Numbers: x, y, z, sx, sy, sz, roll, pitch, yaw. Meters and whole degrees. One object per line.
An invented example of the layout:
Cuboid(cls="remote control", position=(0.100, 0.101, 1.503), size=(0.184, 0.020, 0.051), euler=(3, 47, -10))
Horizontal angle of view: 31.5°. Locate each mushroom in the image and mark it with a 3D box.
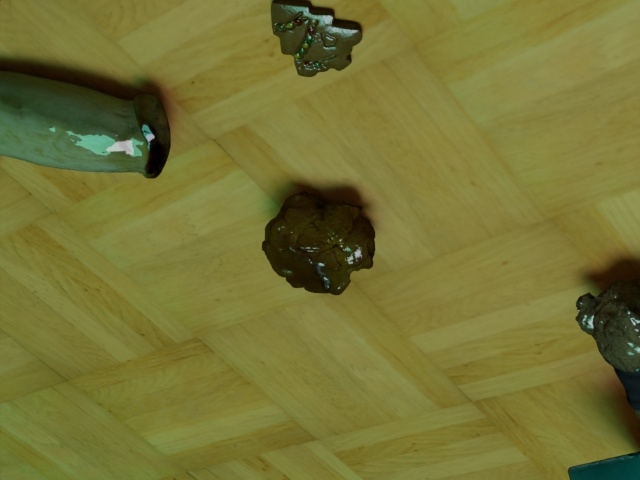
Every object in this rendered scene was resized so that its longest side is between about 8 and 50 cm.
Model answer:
Cuboid(cls="mushroom", position=(-0.298, -0.120, 1.134), size=(0.312, 0.081, 0.100), euler=(10, 133, 8))

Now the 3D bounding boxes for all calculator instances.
Cuboid(cls="calculator", position=(0.437, 0.253, 1.267), size=(0.248, 0.058, 0.274), euler=(-22, 160, 33))

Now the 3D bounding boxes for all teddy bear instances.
Cuboid(cls="teddy bear", position=(0.368, 0.140, 1.177), size=(0.251, 0.129, 0.182), euler=(37, 149, -23))

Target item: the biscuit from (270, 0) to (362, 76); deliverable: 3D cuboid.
Cuboid(cls="biscuit", position=(-0.009, -0.186, 1.022), size=(0.082, 0.016, 0.092), euler=(-26, 127, 38))

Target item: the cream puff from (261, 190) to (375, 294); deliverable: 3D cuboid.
Cuboid(cls="cream puff", position=(0.000, 0.000, 1.179), size=(0.116, 0.094, 0.122), euler=(44, 155, -26))
